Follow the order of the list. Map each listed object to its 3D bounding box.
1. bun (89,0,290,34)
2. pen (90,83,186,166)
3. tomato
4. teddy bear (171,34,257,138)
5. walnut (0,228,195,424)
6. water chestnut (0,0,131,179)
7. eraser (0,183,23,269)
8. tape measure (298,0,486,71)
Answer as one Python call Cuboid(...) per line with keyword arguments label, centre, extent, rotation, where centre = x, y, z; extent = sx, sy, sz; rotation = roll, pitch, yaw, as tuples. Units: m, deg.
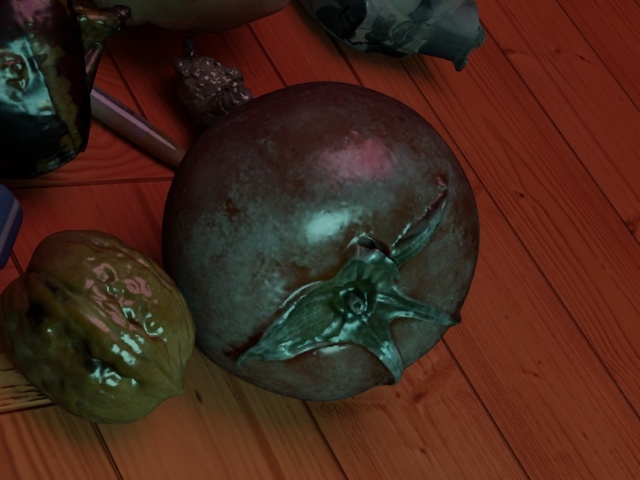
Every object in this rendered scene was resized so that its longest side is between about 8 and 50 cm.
Cuboid(label="bun", centre=(-0.191, -0.389, 1.711), extent=(0.365, 0.219, 0.365), rotation=(16, 51, -21))
Cuboid(label="pen", centre=(-0.248, -0.149, 1.571), extent=(0.233, 0.032, 0.040), rotation=(35, 60, -8))
Cuboid(label="tomato", centre=(0.000, 0.000, 1.398), extent=(0.316, 0.317, 0.282), rotation=(16, 21, -28))
Cuboid(label="teddy bear", centre=(-0.103, -0.138, 1.637), extent=(0.213, 0.133, 0.111), rotation=(32, 77, 21))
Cuboid(label="walnut", centre=(-0.196, 0.081, 1.284), extent=(0.184, 0.155, 0.155), rotation=(40, 37, 1))
Cuboid(label="water chestnut", centre=(-0.295, -0.179, 1.400), extent=(0.238, 0.224, 0.224), rotation=(-13, 56, -12))
Cuboid(label="eraser", centre=(-0.385, -0.041, 1.297), extent=(0.225, 0.036, 0.082), rotation=(17, 48, -8))
Cuboid(label="tape measure", centre=(0.079, -0.369, 1.986), extent=(0.256, 0.147, 0.275), rotation=(7, 52, -33))
